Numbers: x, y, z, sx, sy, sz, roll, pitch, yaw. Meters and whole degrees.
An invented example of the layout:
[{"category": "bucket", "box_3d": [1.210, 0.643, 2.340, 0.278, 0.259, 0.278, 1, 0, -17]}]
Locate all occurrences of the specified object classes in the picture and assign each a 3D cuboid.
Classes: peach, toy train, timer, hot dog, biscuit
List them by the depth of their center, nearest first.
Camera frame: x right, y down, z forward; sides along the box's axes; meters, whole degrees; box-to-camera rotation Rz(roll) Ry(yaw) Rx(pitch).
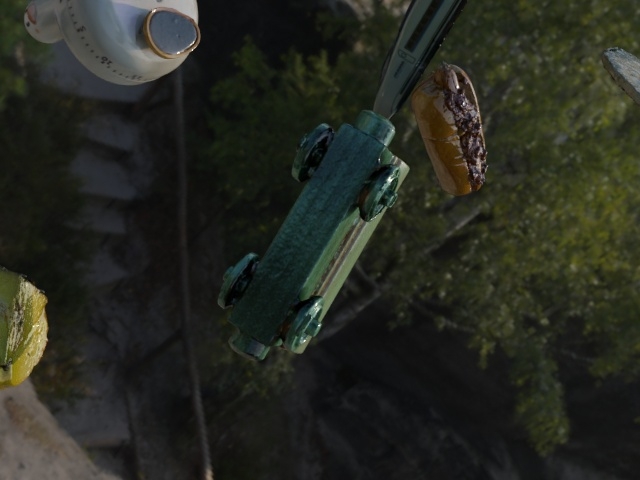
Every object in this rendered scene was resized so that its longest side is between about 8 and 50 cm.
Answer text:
[{"category": "peach", "box_3d": [-0.351, 0.084, 0.984, 0.151, 0.118, 0.151, -6, 90, -74]}, {"category": "toy train", "box_3d": [0.000, 0.000, 1.040, 0.116, 0.285, 0.177, 30, 1, 13]}, {"category": "toy train", "box_3d": [0.101, -0.216, 1.041, 0.048, 0.252, 0.055, 27, 33, -7]}, {"category": "biscuit", "box_3d": [0.380, -0.170, 1.112, 0.152, 0.020, 0.152, 25, 34, -18]}, {"category": "hot dog", "box_3d": [0.196, -0.156, 1.420, 0.076, 0.102, 0.249, 33, -22, 40]}, {"category": "timer", "box_3d": [-0.316, -0.356, 1.526, 0.233, 0.240, 0.233, 12, 75, -48]}]
